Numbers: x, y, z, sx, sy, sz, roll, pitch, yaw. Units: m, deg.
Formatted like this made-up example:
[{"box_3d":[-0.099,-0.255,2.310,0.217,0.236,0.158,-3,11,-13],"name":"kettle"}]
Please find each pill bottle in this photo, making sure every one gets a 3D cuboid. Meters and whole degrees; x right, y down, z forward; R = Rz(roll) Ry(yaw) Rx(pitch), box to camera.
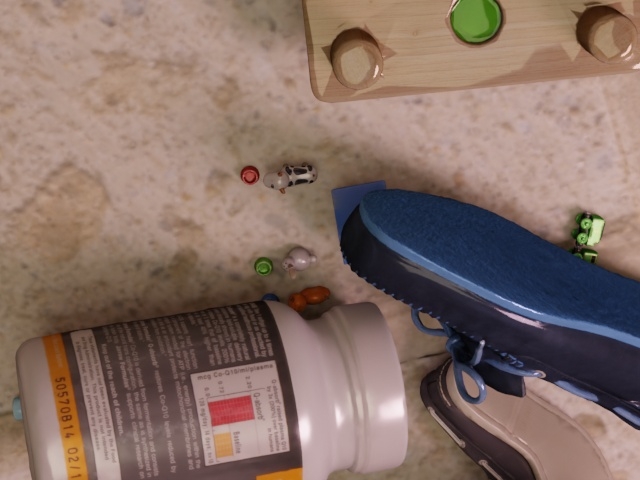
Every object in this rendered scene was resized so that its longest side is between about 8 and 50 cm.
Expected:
[{"box_3d":[-0.084,0.132,1.338,0.278,0.162,0.162,-9,107,-11],"name":"pill bottle"}]

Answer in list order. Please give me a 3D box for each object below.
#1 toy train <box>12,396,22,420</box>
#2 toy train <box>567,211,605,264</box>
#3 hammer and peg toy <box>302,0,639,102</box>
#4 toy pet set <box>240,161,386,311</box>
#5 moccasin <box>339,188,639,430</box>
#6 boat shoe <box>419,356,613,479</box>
[{"box_3d":[-0.164,0.165,1.421,0.166,0.046,0.125,-2,107,0],"name":"toy train"},{"box_3d":[0.208,0.017,1.401,0.023,0.017,0.083,8,107,-15],"name":"toy train"},{"box_3d":[0.159,-0.247,1.267,0.361,0.127,0.266,-7,105,0],"name":"hammer and peg toy"},{"box_3d":[0.000,0.000,1.366,0.114,0.065,0.122,-9,107,2],"name":"toy pet set"},{"box_3d":[0.156,0.074,1.330,0.342,0.138,0.117,25,121,-20],"name":"moccasin"},{"box_3d":[0.162,0.169,1.434,0.206,0.075,0.065,44,144,-18],"name":"boat shoe"}]
